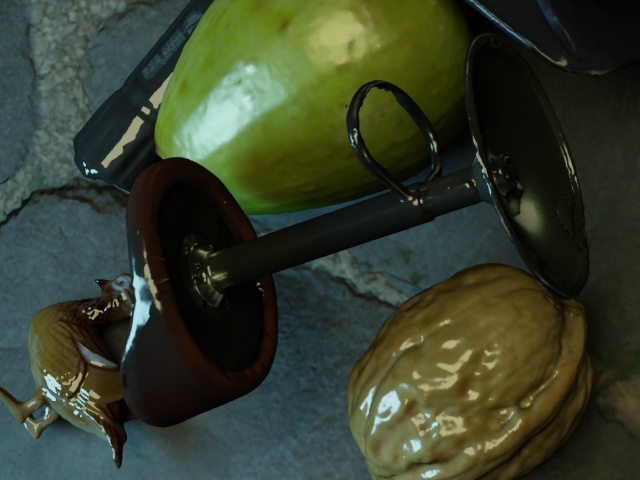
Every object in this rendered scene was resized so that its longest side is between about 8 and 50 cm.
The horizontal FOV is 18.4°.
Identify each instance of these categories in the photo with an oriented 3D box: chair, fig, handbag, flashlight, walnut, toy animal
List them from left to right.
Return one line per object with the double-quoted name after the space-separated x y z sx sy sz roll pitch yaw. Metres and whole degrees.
-0.218 0.130 1.932 0.179 0.089 0.188 -39 65 -7 "toy animal"
-0.094 -0.225 1.958 0.103 0.103 0.424 42 94 21 "flashlight"
-0.011 -0.151 1.828 0.326 0.258 0.258 -31 71 15 "fig"
0.000 0.000 1.647 0.401 0.226 0.226 -20 72 24 "chair"
0.134 0.129 1.750 0.245 0.198 0.198 -37 70 3 "walnut"
0.198 -0.289 1.757 0.329 0.303 0.122 37 121 23 "handbag"
